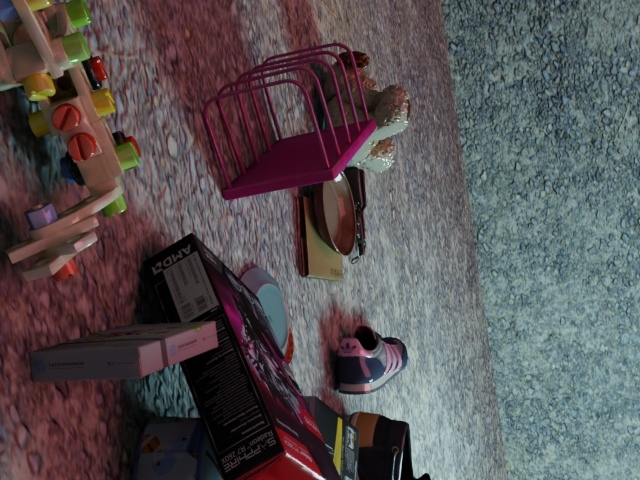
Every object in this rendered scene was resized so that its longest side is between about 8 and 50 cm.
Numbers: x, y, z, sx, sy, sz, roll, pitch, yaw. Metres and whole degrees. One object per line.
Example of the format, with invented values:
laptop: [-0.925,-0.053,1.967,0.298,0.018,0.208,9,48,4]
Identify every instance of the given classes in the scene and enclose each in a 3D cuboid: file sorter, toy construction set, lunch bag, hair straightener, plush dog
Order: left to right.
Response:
toy construction set: [-0.285,-0.124,0.997,0.215,0.151,0.327,-112,-163,-72]
lunch bag: [-0.163,0.390,1.237,0.243,0.115,0.303,53,38,-58]
file sorter: [-0.052,-0.219,1.585,0.290,0.202,0.182,-54,131,-61]
plush dog: [0.067,-0.293,2.013,0.262,0.211,0.225,104,-23,-61]
hair straightener: [0.074,-0.060,2.108,0.089,0.047,0.230,17,73,-68]

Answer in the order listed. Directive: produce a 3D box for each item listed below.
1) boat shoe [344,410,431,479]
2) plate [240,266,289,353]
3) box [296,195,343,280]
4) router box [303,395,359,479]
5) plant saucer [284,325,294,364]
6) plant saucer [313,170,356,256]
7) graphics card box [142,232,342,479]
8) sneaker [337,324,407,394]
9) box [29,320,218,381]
boat shoe: [0.171,0.588,2.014,0.186,0.156,0.499,-66,145,-57]
plate: [-0.094,0.139,1.590,0.188,0.024,0.188,33,53,-59]
box: [0.000,0.000,1.908,0.201,0.021,0.164,14,70,-68]
router box: [-0.010,0.466,1.663,0.243,0.081,0.308,50,39,-56]
plant saucer: [-0.070,0.190,1.677,0.083,0.013,0.083,-5,90,-70]
plant saucer: [0.027,-0.062,1.918,0.199,0.036,0.198,-9,90,-70]
graphics card box: [-0.104,0.190,1.248,0.370,0.094,0.233,61,5,36]
sneaker: [0.122,0.242,2.038,0.319,0.112,0.131,-26,112,-70]
box: [-0.228,0.130,1.084,0.186,0.145,0.038,-9,94,-69]
